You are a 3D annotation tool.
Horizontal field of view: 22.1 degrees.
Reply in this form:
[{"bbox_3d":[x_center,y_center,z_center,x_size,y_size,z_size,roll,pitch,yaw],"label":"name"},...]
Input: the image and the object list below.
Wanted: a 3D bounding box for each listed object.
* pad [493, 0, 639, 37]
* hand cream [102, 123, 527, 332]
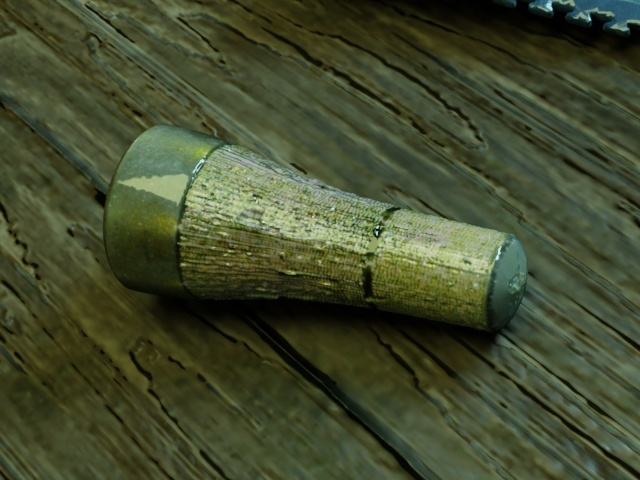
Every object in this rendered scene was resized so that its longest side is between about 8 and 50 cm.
[{"bbox_3d":[0.146,-0.226,0.891,0.269,0.012,0.269,17,62,21],"label":"pad"},{"bbox_3d":[0.000,0.000,0.767,0.203,0.084,0.084,11,59,24],"label":"hand cream"}]
